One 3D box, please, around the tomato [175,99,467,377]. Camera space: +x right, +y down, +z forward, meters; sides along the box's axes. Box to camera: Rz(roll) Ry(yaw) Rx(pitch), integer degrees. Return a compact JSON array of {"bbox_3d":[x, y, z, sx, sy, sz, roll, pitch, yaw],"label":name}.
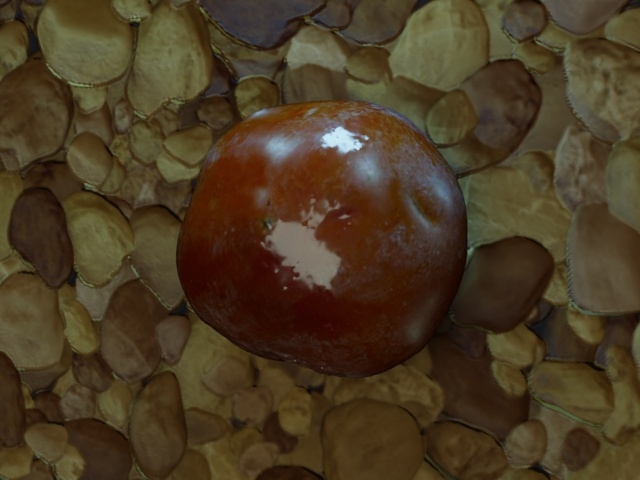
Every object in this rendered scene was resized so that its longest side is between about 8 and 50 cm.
[{"bbox_3d":[0.001,-0.004,1.341,0.232,0.188,0.232,2,95,20],"label":"tomato"}]
